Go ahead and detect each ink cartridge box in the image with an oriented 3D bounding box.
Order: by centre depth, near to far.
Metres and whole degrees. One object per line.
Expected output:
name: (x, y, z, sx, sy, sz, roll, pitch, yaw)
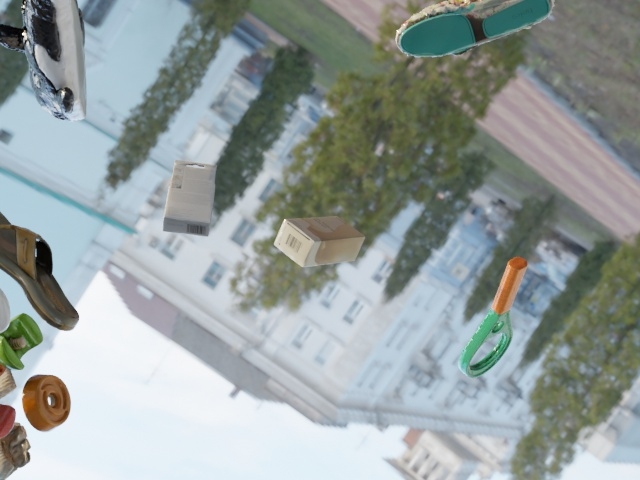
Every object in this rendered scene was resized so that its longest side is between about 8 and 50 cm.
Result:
ink cartridge box: (-0.176, -0.058, 1.274, 0.063, 0.029, 0.115, 7, -134, -6)

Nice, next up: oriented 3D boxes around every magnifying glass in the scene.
magnifying glass: (0.251, 0.114, 1.330, 0.092, 0.231, 0.026, -23, -130, -30)

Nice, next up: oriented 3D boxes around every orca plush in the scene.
orca plush: (-0.341, -0.233, 1.113, 0.102, 0.151, 0.287, 1, 169, -8)

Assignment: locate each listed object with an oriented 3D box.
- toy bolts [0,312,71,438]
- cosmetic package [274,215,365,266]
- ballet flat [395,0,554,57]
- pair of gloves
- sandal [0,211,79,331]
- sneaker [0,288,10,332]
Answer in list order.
toy bolts: (-0.558, 0.267, 1.566, 0.218, 0.158, 0.228, 64, -156, -22)
cosmetic package: (0.000, 0.000, 1.243, 0.060, 0.041, 0.115, 36, -156, 28)
ballet flat: (0.230, -0.336, 1.409, 0.077, 0.241, 0.091, -94, -11, -48)
pair of gloves: (-0.612, 0.342, 1.635, 0.240, 0.204, 0.042, 63, -175, 34)
sandal: (-0.326, 0.023, 1.059, 0.180, 0.049, 0.072, 50, -168, 2)
sneaker: (-0.412, 0.058, 1.091, 0.061, 0.053, 0.152, -118, 5, -55)
